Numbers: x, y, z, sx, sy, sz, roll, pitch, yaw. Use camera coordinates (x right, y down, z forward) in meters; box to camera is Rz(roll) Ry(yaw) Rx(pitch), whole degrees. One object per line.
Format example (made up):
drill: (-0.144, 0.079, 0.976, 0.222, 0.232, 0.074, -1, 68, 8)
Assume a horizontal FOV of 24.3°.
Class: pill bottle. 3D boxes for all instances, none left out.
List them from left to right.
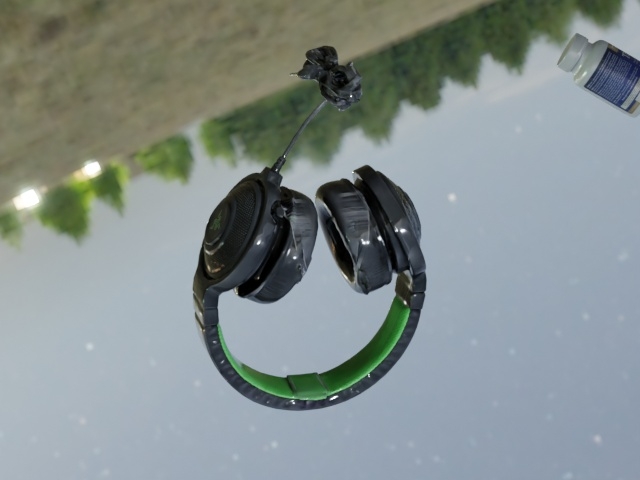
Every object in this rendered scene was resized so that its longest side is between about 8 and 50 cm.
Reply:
pill bottle: (0.362, -0.211, 1.874, 0.067, 0.120, 0.067, -60, -178, 3)

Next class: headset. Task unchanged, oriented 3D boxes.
headset: (0.000, 0.000, 1.514, 0.243, 0.394, 0.185, -4, -159, -17)
